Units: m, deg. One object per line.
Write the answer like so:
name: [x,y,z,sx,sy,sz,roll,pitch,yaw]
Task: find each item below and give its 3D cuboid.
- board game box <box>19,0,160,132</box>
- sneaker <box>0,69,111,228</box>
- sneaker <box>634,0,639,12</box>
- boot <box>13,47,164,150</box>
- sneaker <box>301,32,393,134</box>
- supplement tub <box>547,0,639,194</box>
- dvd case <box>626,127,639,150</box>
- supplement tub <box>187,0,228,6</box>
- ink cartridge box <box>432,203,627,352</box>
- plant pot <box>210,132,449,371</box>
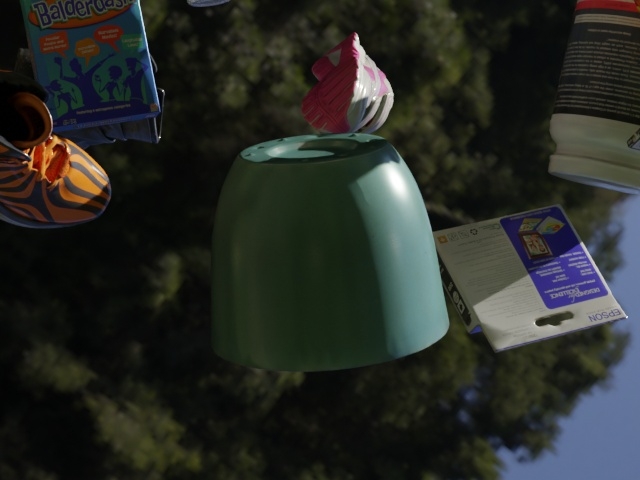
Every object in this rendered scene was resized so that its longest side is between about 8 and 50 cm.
board game box: [-0.320,-0.263,2.170,0.047,0.160,0.210,156,-78,-73]
sneaker: [-0.341,-0.100,1.822,0.180,0.321,0.124,-4,-111,45]
sneaker: [0.486,-0.328,2.016,0.175,0.067,0.064,-13,176,10]
boot: [-0.357,-0.165,2.483,0.338,0.223,0.118,94,-2,-55]
sneaker: [0.050,-0.194,2.155,0.103,0.111,0.252,-36,-162,23]
supplement tub: [0.427,-0.210,2.194,0.191,0.191,0.272,13,-90,61]
dvd case: [0.421,-0.137,1.805,0.119,0.087,0.013,-52,-143,44]
supplement tub: [-0.170,-0.404,2.324,0.071,0.071,0.107,-10,-92,53]
ink cartridge box: [0.274,0.057,2.117,0.045,0.206,0.208,103,-32,-50]
plant pot: [0.000,0.000,1.897,0.293,0.235,0.293,-6,-166,1]
